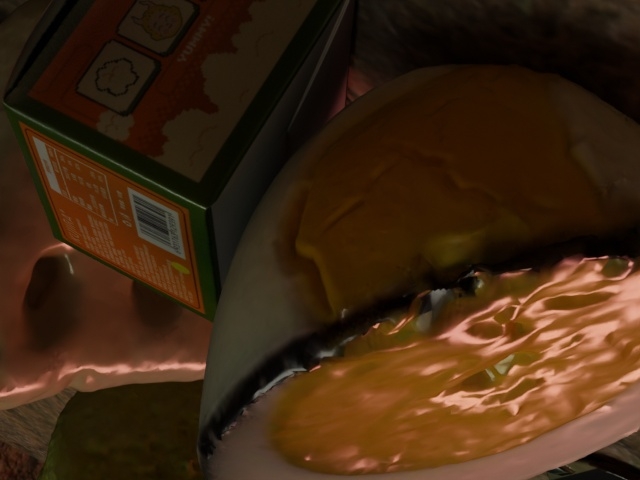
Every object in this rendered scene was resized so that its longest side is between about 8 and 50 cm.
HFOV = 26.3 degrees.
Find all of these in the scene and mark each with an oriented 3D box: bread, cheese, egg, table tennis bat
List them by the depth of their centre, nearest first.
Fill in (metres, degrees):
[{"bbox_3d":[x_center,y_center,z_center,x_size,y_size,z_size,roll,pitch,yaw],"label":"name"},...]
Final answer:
[{"bbox_3d":[0.076,0.019,0.816,0.337,0.201,0.337,-9,148,-6],"label":"egg"},{"bbox_3d":[-0.186,0.041,1.042,0.129,0.351,0.328,15,158,51],"label":"cheese"},{"bbox_3d":[0.265,0.238,1.335,0.301,0.022,0.173,31,160,-3],"label":"table tennis bat"},{"bbox_3d":[-0.202,0.322,1.742,0.348,0.348,0.308,28,155,8],"label":"bread"}]

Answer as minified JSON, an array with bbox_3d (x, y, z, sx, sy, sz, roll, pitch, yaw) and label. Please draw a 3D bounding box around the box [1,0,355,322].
[{"bbox_3d":[-0.083,-0.080,0.856,0.148,0.177,0.195,26,159,10],"label":"box"}]
